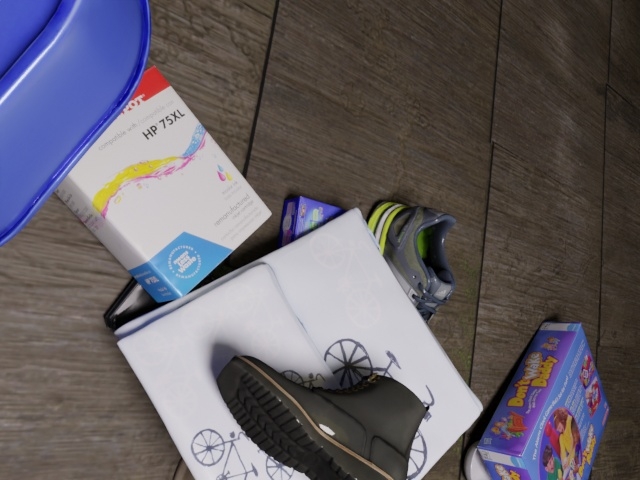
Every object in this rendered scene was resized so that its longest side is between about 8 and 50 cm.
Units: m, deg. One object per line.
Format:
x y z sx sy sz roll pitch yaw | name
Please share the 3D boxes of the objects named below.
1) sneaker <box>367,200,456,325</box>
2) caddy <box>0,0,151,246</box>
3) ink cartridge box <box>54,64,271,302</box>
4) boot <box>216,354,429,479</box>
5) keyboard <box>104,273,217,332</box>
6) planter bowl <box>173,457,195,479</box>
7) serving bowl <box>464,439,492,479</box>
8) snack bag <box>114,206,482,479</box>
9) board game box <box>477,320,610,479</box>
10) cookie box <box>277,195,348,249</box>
0.119 0.086 0.697 0.111 0.121 0.299 10 81 -37 | sneaker
-0.278 -0.131 0.336 0.241 0.179 0.341 39 83 -7 | caddy
-0.176 -0.069 0.485 0.231 0.078 0.134 52 58 -15 | ink cartridge box
0.009 0.157 0.491 0.198 0.077 0.137 43 39 1 | boot
-0.136 0.096 0.559 0.180 0.023 0.108 45 68 -29 | keyboard
-0.067 0.284 0.547 0.162 0.109 0.161 2 87 -38 | planter bowl
0.273 0.386 0.863 0.083 0.027 0.083 3 85 -38 | serving bowl
0.012 0.154 0.544 0.343 0.037 0.323 -28 83 -34 | snack bag
0.437 0.350 0.941 0.347 0.078 0.233 -40 111 -39 | board game box
0.000 0.000 0.658 0.107 0.040 0.091 15 78 -36 | cookie box
